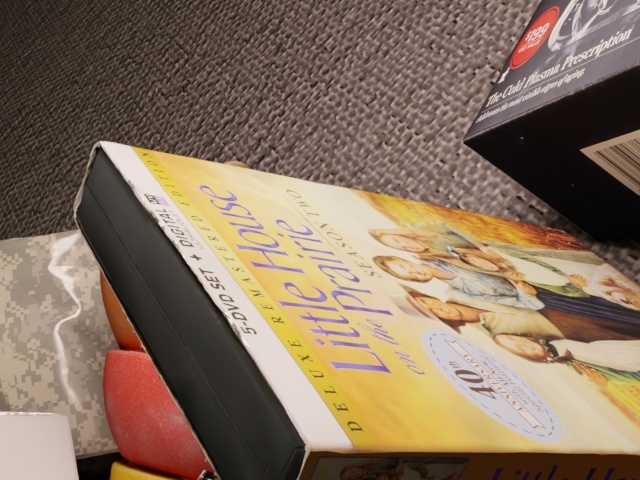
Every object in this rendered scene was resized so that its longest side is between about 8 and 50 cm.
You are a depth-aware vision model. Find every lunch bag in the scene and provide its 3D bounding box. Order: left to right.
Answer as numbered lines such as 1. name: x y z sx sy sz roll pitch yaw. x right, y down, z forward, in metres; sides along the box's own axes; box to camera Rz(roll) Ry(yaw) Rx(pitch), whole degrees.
1. lunch bag: -0.323 0.145 1.191 0.255 0.212 0.305 -16 73 18

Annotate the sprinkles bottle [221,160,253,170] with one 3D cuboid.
1. sprinkles bottle: -0.228 0.013 1.338 0.355 0.121 0.121 -24 43 29

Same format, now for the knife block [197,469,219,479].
1. knife block: -0.028 0.309 0.762 0.242 0.276 0.088 -16 5 33

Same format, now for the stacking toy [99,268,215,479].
1. stacking toy: -0.089 0.205 0.936 0.350 0.350 0.480 0 73 44

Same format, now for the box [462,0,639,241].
1. box: 0.323 -0.189 0.828 0.313 0.179 0.343 -59 12 -15

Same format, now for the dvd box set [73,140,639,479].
1. dvd box set: 0.089 0.058 0.626 0.307 0.420 0.062 47 121 50

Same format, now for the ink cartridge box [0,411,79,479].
1. ink cartridge box: -0.322 0.357 1.004 0.226 0.131 0.306 -120 42 -52
